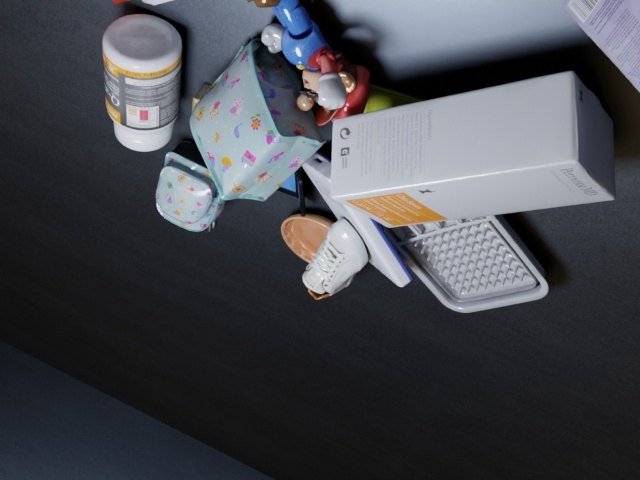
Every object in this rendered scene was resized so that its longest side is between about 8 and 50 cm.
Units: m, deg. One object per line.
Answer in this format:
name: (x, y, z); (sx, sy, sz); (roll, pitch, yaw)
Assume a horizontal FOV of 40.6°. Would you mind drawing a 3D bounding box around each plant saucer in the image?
plant saucer: (0.000, 0.000, 2.086); (0.200, 0.037, 0.200); (23, 149, 15)

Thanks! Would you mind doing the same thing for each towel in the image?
towel: (0.196, -0.234, 1.705); (0.237, 0.021, 0.102); (20, 142, 12)

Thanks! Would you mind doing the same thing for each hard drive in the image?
hard drive: (0.071, -0.055, 1.892); (0.318, 0.040, 0.210); (55, 173, -31)

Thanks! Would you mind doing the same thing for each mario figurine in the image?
mario figurine: (-0.037, -0.330, 1.607); (0.170, 0.198, 0.320); (-21, 118, 32)

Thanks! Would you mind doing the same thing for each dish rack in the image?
dish rack: (0.314, 0.015, 1.883); (0.286, 0.072, 0.333); (-18, 123, 44)

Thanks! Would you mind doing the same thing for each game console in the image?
game console: (-0.075, -0.126, 1.973); (0.071, 0.107, 0.122); (-6, 140, -2)

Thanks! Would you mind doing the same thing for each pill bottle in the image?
pill bottle: (-0.379, -0.329, 1.851); (0.162, 0.162, 0.278); (24, 143, 7)

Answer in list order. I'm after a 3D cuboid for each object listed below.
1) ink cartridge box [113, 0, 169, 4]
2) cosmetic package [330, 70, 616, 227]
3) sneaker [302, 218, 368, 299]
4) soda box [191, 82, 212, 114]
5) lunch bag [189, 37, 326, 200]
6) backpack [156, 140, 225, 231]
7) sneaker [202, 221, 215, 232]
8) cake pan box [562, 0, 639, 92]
ink cartridge box: (-0.382, -0.545, 1.685); (0.232, 0.066, 0.189); (-5, 132, 32)
cosmetic package: (0.267, -0.146, 1.546); (0.453, 0.161, 0.230); (-7, 162, 33)
sneaker: (0.027, 0.060, 1.958); (0.106, 0.123, 0.290); (47, 158, 19)
soda box: (-0.187, -0.270, 1.881); (0.181, 0.058, 0.061); (25, 143, 5)
lunch bag: (-0.138, -0.242, 1.733); (0.160, 0.262, 0.223); (2, 145, -45)
backpack: (-0.304, -0.114, 2.045); (0.166, 0.144, 0.188); (24, 130, 5)
sneaker: (-0.340, -0.079, 2.195); (0.072, 0.077, 0.178); (-3, 134, 38)
cake pan box: (0.499, -0.345, 1.240); (0.245, 0.070, 0.267); (56, 148, 20)
